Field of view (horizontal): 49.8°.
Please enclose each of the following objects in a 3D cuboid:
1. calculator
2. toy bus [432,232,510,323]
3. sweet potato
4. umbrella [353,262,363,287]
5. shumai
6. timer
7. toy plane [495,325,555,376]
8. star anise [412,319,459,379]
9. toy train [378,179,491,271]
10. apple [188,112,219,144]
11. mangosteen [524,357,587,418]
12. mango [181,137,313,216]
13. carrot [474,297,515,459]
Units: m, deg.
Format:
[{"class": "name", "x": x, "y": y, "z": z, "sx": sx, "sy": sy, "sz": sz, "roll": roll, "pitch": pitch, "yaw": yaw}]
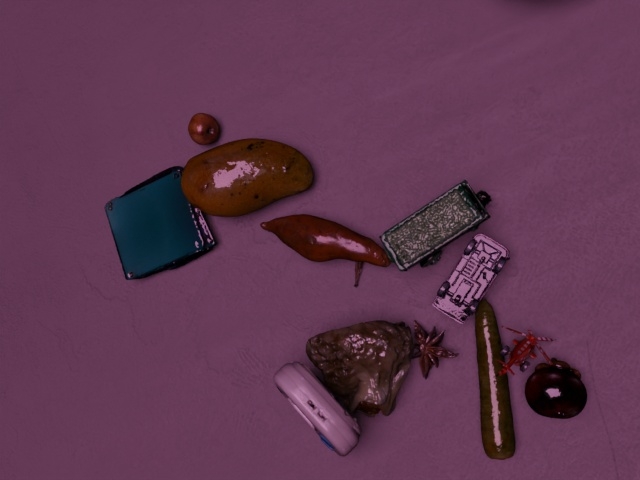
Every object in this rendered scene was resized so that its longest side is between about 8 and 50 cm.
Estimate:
[{"class": "calculator", "x": -0.432, "y": -0.041, "z": 1.849, "sx": 0.274, "sy": 0.058, "sz": 0.248, "roll": -26, "pitch": 78, "yaw": 15}, {"class": "toy bus", "x": 0.344, "y": 0.085, "z": 1.567, "sx": 0.096, "sy": 0.108, "sz": 0.199, "roll": 33, "pitch": 98, "yaw": 13}, {"class": "sweet potato", "x": -0.005, "y": -0.002, "z": 1.677, "sx": 0.359, "sy": 0.112, "sz": 0.112, "roll": 15, "pitch": 91, "yaw": 29}, {"class": "umbrella", "x": 0.092, "y": 0.074, "z": 1.691, "sx": 0.020, "sy": 0.031, "sz": 0.083, "roll": 12, "pitch": 92, "yaw": -14}, {"class": "shumai", "x": 0.099, "y": 0.302, "z": 1.588, "sx": 0.256, "sy": 0.189, "sz": 0.218, "roll": -16, "pitch": 80, "yaw": 23}, {"class": "timer", "x": -0.004, "y": 0.384, "z": 1.582, "sx": 0.087, "sy": 0.262, "sz": 0.237, "roll": -40, "pitch": 74, "yaw": -12}, {"class": "toy plane", "x": 0.431, "y": 0.254, "z": 1.484, "sx": 0.126, "sy": 0.194, "sz": 0.077, "roll": 28, "pitch": 121, "yaw": 3}, {"class": "star anise", "x": 0.250, "y": 0.241, "z": 1.614, "sx": 0.124, "sy": 0.056, "sz": 0.129, "roll": -45, "pitch": 62, "yaw": 30}, {"class": "toy train", "x": 0.272, "y": -0.024, "z": 1.572, "sx": 0.269, "sy": 0.154, "sz": 0.115, "roll": -34, "pitch": 79, "yaw": 13}, {"class": "apple", "x": -0.309, "y": -0.294, "z": 1.818, "sx": 0.071, "sy": 0.084, "sz": 0.084, "roll": 15, "pitch": 91, "yaw": 45}, {"class": "mangosteen", "x": 0.510, "y": 0.317, "z": 1.497, "sx": 0.140, "sy": 0.140, "sz": 0.140, "roll": -1, "pitch": 86, "yaw": 18}, {"class": "mango", "x": -0.189, "y": -0.164, "z": 1.729, "sx": 0.330, "sy": 0.175, "sz": 0.176, "roll": -15, "pitch": 126, "yaw": 16}, {"class": "carrot", "x": 0.386, "y": 0.310, "z": 1.556, "sx": 0.074, "sy": 0.074, "sz": 0.358, "roll": -7, "pitch": 81, "yaw": 17}]
